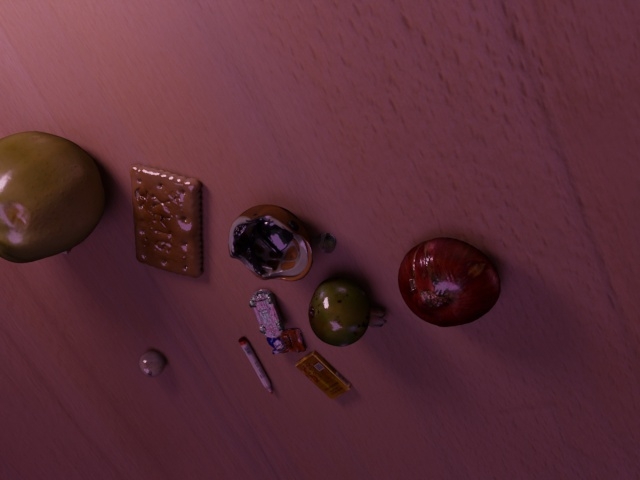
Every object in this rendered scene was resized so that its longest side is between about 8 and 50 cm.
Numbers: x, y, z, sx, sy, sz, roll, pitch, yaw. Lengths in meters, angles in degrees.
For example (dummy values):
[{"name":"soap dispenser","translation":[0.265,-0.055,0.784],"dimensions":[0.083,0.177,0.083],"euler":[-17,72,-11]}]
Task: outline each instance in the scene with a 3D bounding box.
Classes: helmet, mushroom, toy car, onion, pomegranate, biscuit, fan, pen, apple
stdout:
[{"name":"helmet","translation":[-0.117,-0.007,1.628],"dimensions":[0.224,0.130,0.198],"euler":[27,130,-8]},{"name":"mushroom","translation":[-0.549,0.405,2.092],"dimensions":[0.085,0.085,0.079],"euler":[31,155,1]},{"name":"toy car","translation":[-0.148,0.206,1.816],"dimensions":[0.069,0.055,0.142],"euler":[-14,104,19]},{"name":"onion","translation":[0.300,0.109,1.529],"dimensions":[0.248,0.161,0.248],"euler":[13,145,9]},{"name":"pomegranate","translation":[0.073,0.187,1.663],"dimensions":[0.210,0.180,0.180],"euler":[7,127,-16]},{"name":"biscuit","translation":[-0.429,-0.047,1.779],"dimensions":[0.217,0.044,0.324],"euler":[16,125,13]},{"name":"fan","translation":[0.008,-0.002,1.658],"dimensions":[0.080,0.003,0.060],"euler":[46,125,-9]},{"name":"pen","translation":[-0.194,0.386,1.963],"dimensions":[0.026,0.026,0.218],"euler":[-14,114,28]},{"name":"apple","translation":[-0.768,-0.116,1.703],"dimensions":[0.357,0.357,0.357],"euler":[10,123,16]}]

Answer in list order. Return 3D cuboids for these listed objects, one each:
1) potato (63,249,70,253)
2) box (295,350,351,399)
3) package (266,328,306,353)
[{"name":"potato","translation":[-0.792,-0.008,1.921],"dimensions":[0.122,0.086,0.061],"euler":[9,132,19]},{"name":"box","translation":[0.009,0.398,1.891],"dimensions":[0.156,0.022,0.089],"euler":[43,124,-7]},{"name":"package","translation":[-0.100,0.298,1.868],"dimensions":[0.111,0.033,0.077],"euler":[-15,90,14]}]
